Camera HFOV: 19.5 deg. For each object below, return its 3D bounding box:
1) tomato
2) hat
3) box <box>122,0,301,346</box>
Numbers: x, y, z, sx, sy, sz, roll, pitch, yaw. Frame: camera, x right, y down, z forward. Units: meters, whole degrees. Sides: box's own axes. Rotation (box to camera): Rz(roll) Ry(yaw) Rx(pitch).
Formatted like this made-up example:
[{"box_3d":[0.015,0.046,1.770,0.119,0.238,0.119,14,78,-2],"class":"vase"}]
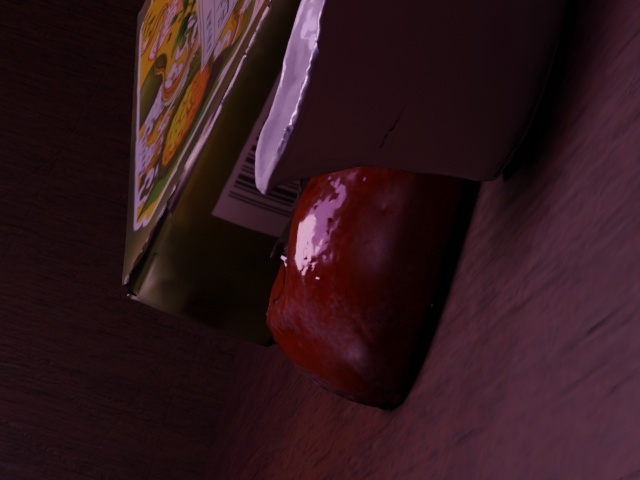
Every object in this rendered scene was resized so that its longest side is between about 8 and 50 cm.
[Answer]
[{"box_3d":[0.024,-0.009,1.122,0.228,0.101,0.228,-163,90,-89],"class":"tomato"},{"box_3d":[0.049,-0.099,0.939,0.203,0.126,0.203,-162,90,-86],"class":"hat"},{"box_3d":[-0.019,-0.190,1.437,0.420,0.138,0.373,-95,28,-53],"class":"box"}]
